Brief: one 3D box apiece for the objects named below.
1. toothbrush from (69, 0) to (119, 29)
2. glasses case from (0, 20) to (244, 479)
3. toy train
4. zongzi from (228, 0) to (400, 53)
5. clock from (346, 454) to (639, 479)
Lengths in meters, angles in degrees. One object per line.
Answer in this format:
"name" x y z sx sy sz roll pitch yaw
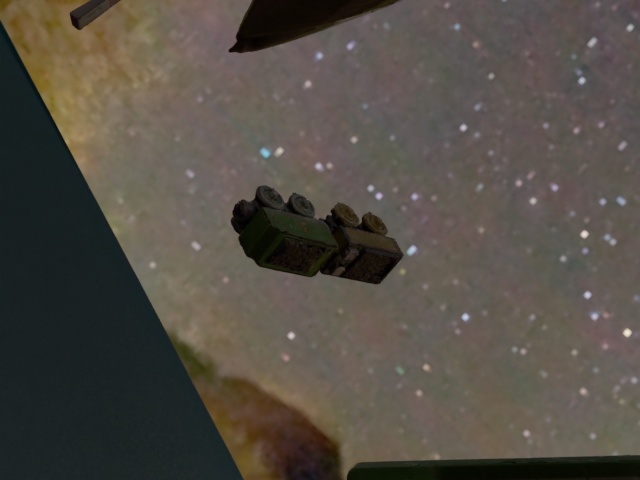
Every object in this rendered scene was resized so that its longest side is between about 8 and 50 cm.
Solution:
"toothbrush" -0.123 -0.226 1.032 0.017 0.194 0.014 37 -27 22
"glasses case" -0.149 0.005 0.514 0.070 0.117 0.301 -15 -76 53
"toy train" 0.000 0.000 1.283 0.202 0.060 0.081 13 37 -41
"zongzi" 0.073 -0.217 0.621 0.145 0.300 0.274 55 -8 14
"clock" 0.091 0.210 0.649 0.255 0.220 0.106 -41 124 -67
